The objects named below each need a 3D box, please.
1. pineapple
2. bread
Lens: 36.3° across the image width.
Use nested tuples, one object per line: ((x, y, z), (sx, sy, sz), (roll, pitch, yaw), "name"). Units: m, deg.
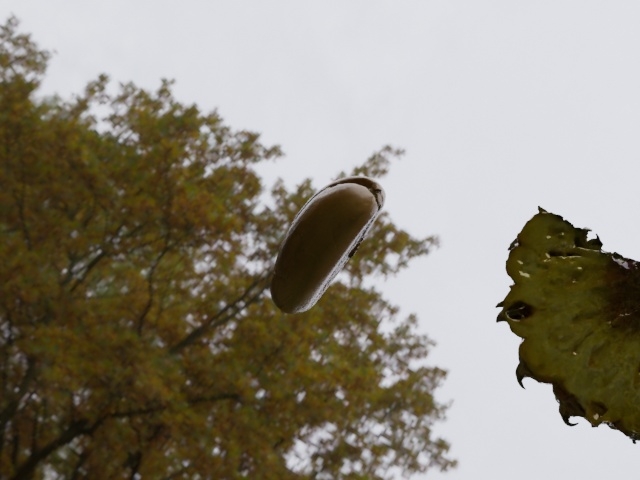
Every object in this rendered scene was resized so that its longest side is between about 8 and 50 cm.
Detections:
((0.244, 0.106, 0.846), (0.249, 0.140, 0.164), (38, -12, 12), "pineapple")
((0.000, 0.000, 1.044), (0.077, 0.114, 0.189), (40, -56, 14), "bread")
